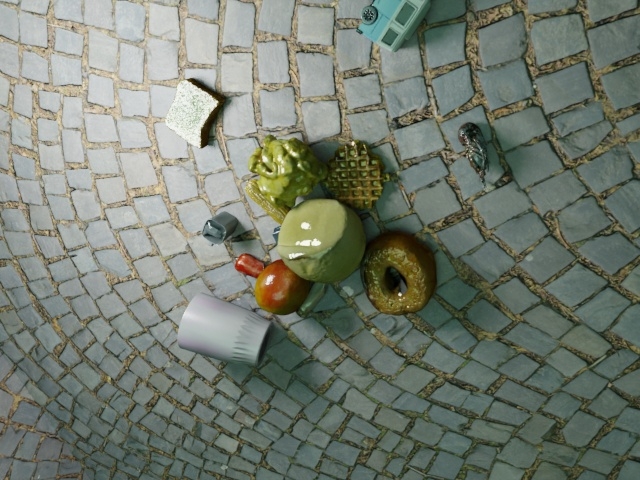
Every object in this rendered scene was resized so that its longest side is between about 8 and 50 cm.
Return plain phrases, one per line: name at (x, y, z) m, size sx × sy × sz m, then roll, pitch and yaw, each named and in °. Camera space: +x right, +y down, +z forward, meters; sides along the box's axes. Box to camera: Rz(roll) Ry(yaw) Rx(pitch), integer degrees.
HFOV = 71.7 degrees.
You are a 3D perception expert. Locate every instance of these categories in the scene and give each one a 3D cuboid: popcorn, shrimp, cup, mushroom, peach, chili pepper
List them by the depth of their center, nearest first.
shrimp at (0.513, -0.275, 1.450) m, size 0.079 × 0.090 × 0.232 m, roll -20°, pitch 95°, yaw -11°
popcorn at (-0.116, -0.258, 1.573) m, size 0.250 × 0.234 × 0.242 m, roll -24°, pitch 126°, yaw 34°
peach at (-0.148, 0.186, 1.763) m, size 0.231 × 0.231 × 0.230 m, roll 6°, pitch 113°, yaw 14°
cup at (-0.412, -0.039, 1.802) m, size 0.095 × 0.129 × 0.128 m, roll 30°, pitch 117°, yaw 4°
mushroom at (-0.036, 0.232, 1.839) m, size 0.209 × 0.071 × 0.084 m, roll -51°, pitch 61°, yaw 24°
chili pepper at (-0.316, 0.097, 1.857) m, size 0.192 × 0.084 × 0.086 m, roll 23°, pitch 100°, yaw 1°
cup at (-0.409, 0.392, 1.911) m, size 0.372 × 0.253 × 0.253 m, roll 16°, pitch 115°, yaw 8°

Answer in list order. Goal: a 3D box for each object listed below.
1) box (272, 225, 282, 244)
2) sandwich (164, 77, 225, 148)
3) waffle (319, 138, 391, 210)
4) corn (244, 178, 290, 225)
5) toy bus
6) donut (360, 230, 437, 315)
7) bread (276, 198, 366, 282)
box at (-0.142, -0.023, 1.770) m, size 0.100 × 0.054 × 0.074 m, roll -20°, pitch 106°, yaw 22°
sandwich at (-0.476, -0.483, 1.674) m, size 0.186 × 0.065 × 0.214 m, roll 35°, pitch 116°, yaw 1°
waffle at (0.125, -0.227, 1.612) m, size 0.238 × 0.058 × 0.243 m, roll 37°, pitch 119°, yaw -4°
corn at (-0.200, -0.149, 1.723) m, size 0.238 × 0.080 × 0.080 m, roll 46°, pitch 117°, yaw -8°
toy bus at (0.243, -0.716, 1.328) m, size 0.165 × 0.133 × 0.271 m, roll 34°, pitch 120°, yaw -4°
donut at (0.286, 0.129, 1.654) m, size 0.317 × 0.150 × 0.299 m, roll 41°, pitch 120°, yaw -3°
bread at (0.005, 0.004, 1.624) m, size 0.321 × 0.237 × 0.320 m, roll -10°, pitch 64°, yaw 21°
